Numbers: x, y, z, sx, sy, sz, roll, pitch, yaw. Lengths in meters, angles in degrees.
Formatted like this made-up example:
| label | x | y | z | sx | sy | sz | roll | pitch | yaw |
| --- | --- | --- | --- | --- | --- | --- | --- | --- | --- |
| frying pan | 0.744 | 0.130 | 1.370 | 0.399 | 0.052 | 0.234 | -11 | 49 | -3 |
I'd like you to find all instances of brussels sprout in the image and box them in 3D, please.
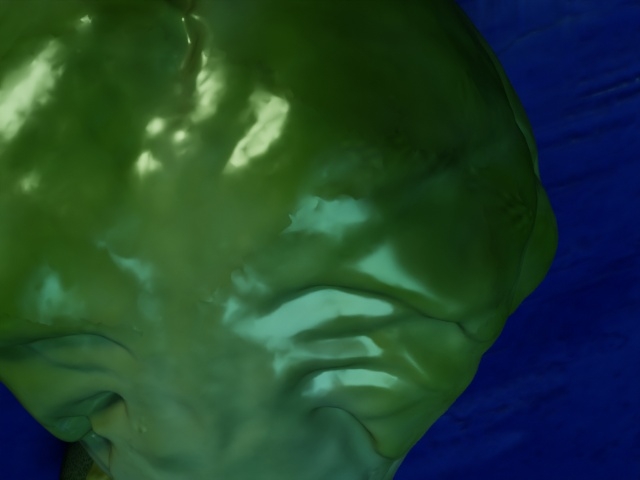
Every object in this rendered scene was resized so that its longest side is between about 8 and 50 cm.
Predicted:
| label | x | y | z | sx | sy | sz | roll | pitch | yaw |
| --- | --- | --- | --- | --- | --- | --- | --- | --- | --- |
| brussels sprout | -0.028 | -0.006 | 0.721 | 0.274 | 0.242 | 0.316 | -37 | 112 | -6 |

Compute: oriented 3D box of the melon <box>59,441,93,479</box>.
| label | x | y | z | sx | sy | sz | roll | pitch | yaw |
| --- | --- | --- | --- | --- | --- | --- | --- | --- | --- |
| melon | -0.085 | 0.111 | 0.885 | 0.099 | 0.099 | 0.162 | 29 | 111 | -35 |
